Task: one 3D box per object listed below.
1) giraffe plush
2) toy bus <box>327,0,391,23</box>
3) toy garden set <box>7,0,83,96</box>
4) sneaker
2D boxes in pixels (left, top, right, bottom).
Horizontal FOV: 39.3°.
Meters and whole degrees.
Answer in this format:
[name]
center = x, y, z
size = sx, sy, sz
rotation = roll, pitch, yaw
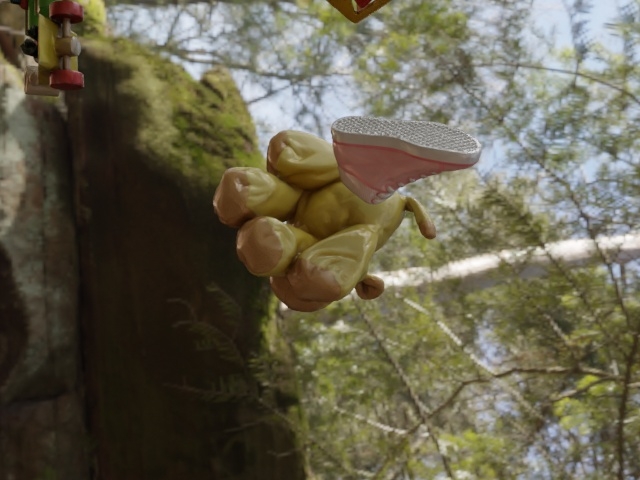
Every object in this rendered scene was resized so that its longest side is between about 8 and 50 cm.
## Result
[giraffe plush]
center = 0.000, 0.000, 0.899
size = 0.181, 0.210, 0.170
rotation = 57, -27, 22
[toy bus]
center = 0.094, -0.375, 1.182
size = 0.191, 0.104, 0.202
rotation = -58, -141, 1
[toy garden set]
center = -0.253, -0.220, 0.804
size = 0.244, 0.049, 0.203
rotation = 172, -82, -65
[sneaker]
center = 0.073, -0.064, 0.773
size = 0.134, 0.051, 0.070
rotation = 11, -57, 24
